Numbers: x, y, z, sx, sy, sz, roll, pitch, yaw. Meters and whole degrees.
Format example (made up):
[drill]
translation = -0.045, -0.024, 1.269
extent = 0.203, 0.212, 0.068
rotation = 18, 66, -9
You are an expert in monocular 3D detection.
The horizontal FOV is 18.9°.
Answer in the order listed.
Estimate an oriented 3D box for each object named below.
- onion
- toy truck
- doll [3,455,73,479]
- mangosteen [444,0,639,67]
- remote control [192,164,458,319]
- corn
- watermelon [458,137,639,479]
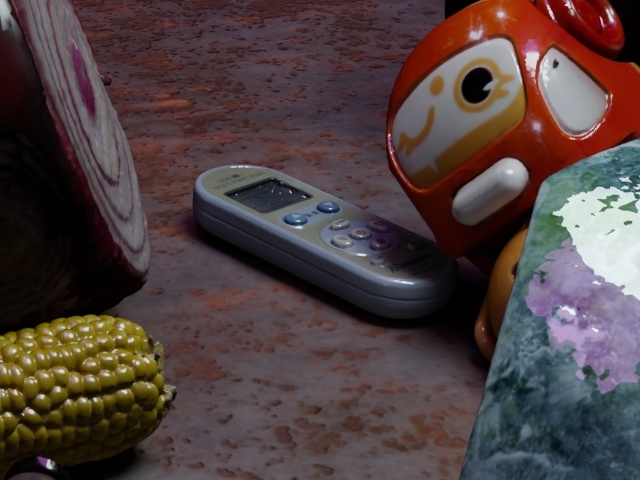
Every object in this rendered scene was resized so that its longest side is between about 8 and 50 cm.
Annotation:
[onion]
translation = -0.267, -0.059, 1.248
extent = 0.260, 0.336, 0.282
rotation = -21, 46, 0
[toy truck]
translation = 0.154, -0.033, 1.354
extent = 0.265, 0.189, 0.239
rotation = 48, 33, -8
[doll]
translation = -0.138, 0.201, 0.920
extent = 0.182, 0.117, 0.257
rotation = 13, 23, 4
[mangosteen]
translation = 0.313, -0.196, 1.627
extent = 0.435, 0.382, 0.382
rotation = 42, 30, 0
[remote control]
translation = 0.000, 0.000, 1.461
extent = 0.244, 0.047, 0.087
rotation = 26, 35, 37
[corn]
translation = -0.213, 0.105, 1.144
extent = 0.260, 0.091, 0.091
rotation = -13, 43, -26
[watermelon]
translation = 0.178, 0.131, 1.068
extent = 0.228, 0.258, 0.387
rotation = 23, 70, 4
